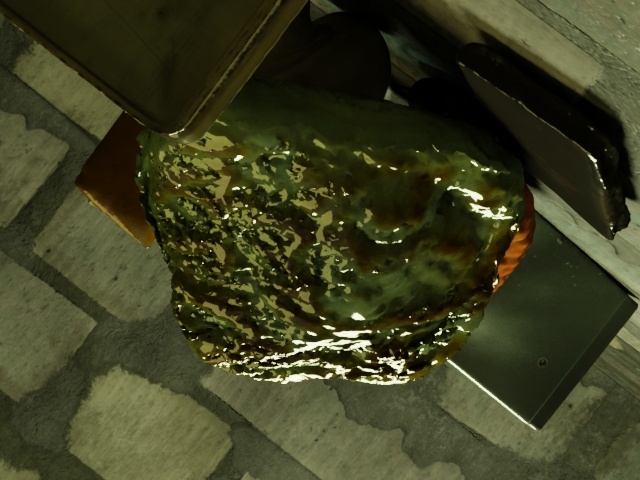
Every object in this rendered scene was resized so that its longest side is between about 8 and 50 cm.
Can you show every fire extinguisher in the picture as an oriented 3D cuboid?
[{"bbox_3d":[0.127,-0.145,1.580,0.078,0.045,0.157,13,-167,-32],"label":"fire extinguisher"}]

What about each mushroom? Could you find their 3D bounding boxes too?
[{"bbox_3d":[-0.030,-0.181,1.560,0.206,0.206,0.209,37,167,37],"label":"mushroom"}]

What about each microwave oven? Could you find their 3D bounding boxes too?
[{"bbox_3d":[0.196,0.044,2.196,0.374,0.236,0.432,38,178,-22],"label":"microwave oven"}]

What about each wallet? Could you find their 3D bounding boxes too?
[{"bbox_3d":[0.215,-0.088,1.373,0.165,0.042,0.309,39,179,20],"label":"wallet"}]

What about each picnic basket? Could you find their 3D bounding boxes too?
[{"bbox_3d":[-0.161,-0.254,1.235,0.313,0.228,0.175,38,-171,-1],"label":"picnic basket"}]

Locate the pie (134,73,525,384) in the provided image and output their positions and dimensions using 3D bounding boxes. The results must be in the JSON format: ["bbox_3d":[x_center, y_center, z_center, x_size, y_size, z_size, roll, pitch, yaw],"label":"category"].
[{"bbox_3d":[0.013,-0.013,1.487,0.395,0.180,0.418,2,145,0],"label":"pie"}]

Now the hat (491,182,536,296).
[{"bbox_3d":[0.051,-0.062,1.826,0.400,0.285,0.285,43,180,13],"label":"hat"}]

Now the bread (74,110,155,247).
[{"bbox_3d":[-0.178,-0.175,1.980,0.138,0.361,0.077,36,-175,-2],"label":"bread"}]
